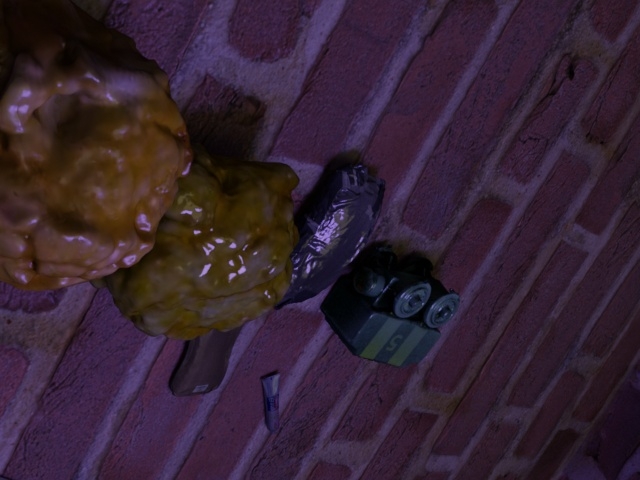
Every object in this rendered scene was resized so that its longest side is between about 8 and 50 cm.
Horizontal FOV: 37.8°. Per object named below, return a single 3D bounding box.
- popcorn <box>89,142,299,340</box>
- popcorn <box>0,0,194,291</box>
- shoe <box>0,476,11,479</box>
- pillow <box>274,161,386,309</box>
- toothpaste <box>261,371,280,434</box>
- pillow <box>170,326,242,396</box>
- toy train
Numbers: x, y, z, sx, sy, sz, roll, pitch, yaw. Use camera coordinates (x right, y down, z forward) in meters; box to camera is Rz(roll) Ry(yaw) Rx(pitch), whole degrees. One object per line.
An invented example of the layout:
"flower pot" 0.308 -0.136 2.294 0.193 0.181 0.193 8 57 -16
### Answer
"popcorn" -0.197 0.013 1.507 0.334 0.293 0.292 -69 168 21
"popcorn" -0.364 -0.135 1.217 0.344 0.354 0.390 -18 112 -65
"shoe" -0.589 0.489 1.676 0.110 0.095 0.265 -39 132 -2
"pillow" 0.000 0.000 1.804 0.335 0.092 0.161 -52 132 4
"toothpaste" -0.105 0.356 2.024 0.045 0.028 0.170 -16 127 -23
"pillow" -0.213 0.212 1.824 0.130 0.033 0.217 -2 120 -42
"toy train" 0.157 0.148 1.997 0.299 0.167 0.238 20 111 -45
